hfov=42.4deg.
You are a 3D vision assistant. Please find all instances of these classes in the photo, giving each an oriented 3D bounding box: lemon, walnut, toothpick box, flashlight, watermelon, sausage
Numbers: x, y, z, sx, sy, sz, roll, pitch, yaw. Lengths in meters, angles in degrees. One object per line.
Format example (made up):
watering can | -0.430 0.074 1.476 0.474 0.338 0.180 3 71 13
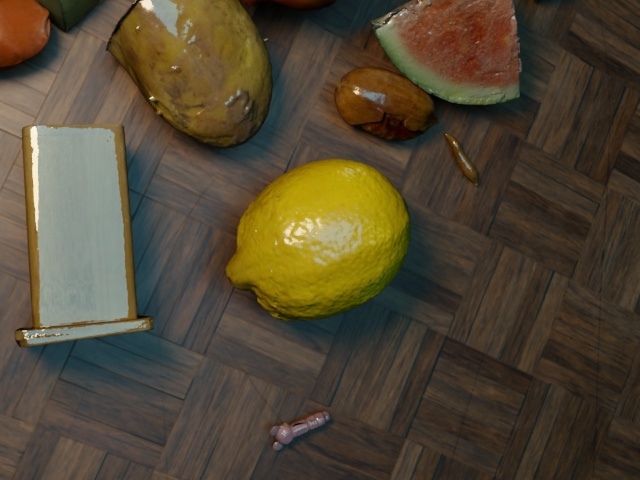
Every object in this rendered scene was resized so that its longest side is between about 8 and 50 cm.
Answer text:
lemon | 0.000 0.000 1.311 0.319 0.245 0.245 -24 97 -14
walnut | 0.117 -0.233 1.425 0.207 0.116 0.116 12 86 -26
toothpick box | -0.361 -0.007 1.231 0.190 0.187 0.308 -4 87 -17
flashlight | -0.035 0.317 1.408 0.110 0.031 0.052 -20 120 -21
watermelon | 0.234 -0.356 1.405 0.310 0.193 0.232 17 99 -11
sausage | -0.528 -0.303 1.204 0.258 0.133 0.133 -11 93 -21

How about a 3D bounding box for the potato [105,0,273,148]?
potato | -0.182 -0.270 1.281 0.229 0.229 0.266 -47 107 -13

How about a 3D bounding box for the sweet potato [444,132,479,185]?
sweet potato | 0.260 -0.148 1.509 0.026 0.026 0.115 -34 101 -15

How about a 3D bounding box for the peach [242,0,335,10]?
peach | -0.028 -0.527 1.233 0.372 0.290 0.373 -21 120 -42

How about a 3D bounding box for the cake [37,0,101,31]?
cake | -0.426 -0.480 1.216 0.283 0.172 0.158 45 75 -11
